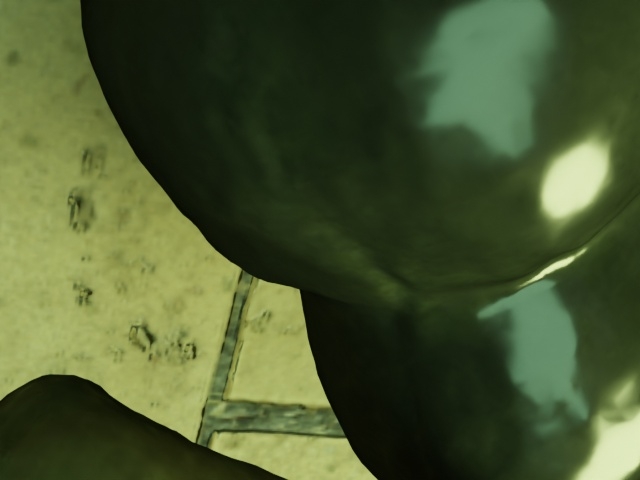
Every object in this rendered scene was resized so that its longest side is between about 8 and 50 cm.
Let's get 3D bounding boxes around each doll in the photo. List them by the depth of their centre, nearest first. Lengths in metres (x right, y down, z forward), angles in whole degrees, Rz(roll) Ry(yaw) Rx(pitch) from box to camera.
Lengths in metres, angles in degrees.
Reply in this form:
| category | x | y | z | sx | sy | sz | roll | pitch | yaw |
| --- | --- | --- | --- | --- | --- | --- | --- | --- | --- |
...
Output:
| category | x | y | z | sx | sy | sz | roll | pitch | yaw |
| --- | --- | --- | --- | --- | --- | --- | --- | --- | --- |
| doll | 0.029 | -0.004 | 0.441 | 0.252 | 0.379 | 0.382 | -17 | 130 | 26 |
